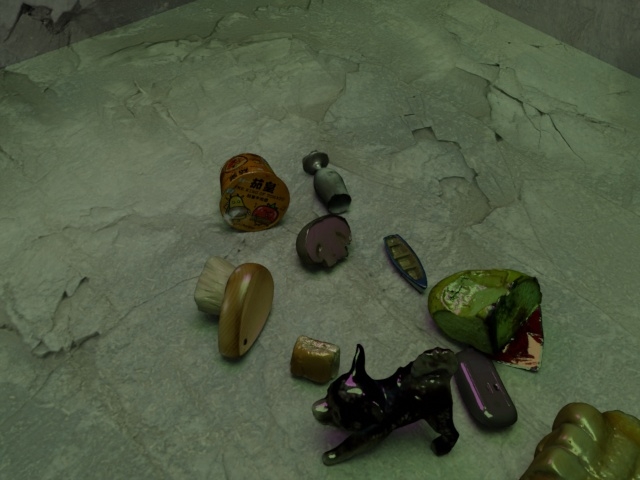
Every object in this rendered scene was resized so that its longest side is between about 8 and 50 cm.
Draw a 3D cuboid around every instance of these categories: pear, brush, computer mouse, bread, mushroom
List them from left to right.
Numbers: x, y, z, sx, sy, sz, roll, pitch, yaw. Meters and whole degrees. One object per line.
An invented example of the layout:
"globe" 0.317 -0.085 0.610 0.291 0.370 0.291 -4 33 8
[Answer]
"brush" -0.243 0.178 1.834 0.166 0.174 0.266 5 62 21
"bread" -0.017 0.305 1.752 0.125 0.106 0.082 15 46 13
"mushroom" 0.000 0.000 2.048 0.188 0.141 0.117 -32 22 -32
"pear" 0.427 0.153 1.852 0.238 0.164 0.255 -41 35 -26
"computer mouse" 0.412 0.376 1.745 0.120 0.057 0.232 -1 42 -18
"bread" 0.605 0.530 1.510 0.300 0.210 0.341 33 51 11

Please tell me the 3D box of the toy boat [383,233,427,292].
"toy boat" 0.256 0.070 2.042 0.080 0.046 0.229 -15 49 -19

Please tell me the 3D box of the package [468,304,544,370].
"package" 0.526 0.220 1.904 0.194 0.071 0.269 7 48 23

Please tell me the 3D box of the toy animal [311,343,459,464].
"toy animal" 0.148 0.356 1.580 0.344 0.302 0.194 -6 44 -11

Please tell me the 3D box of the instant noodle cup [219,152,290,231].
"instant noodle cup" -0.217 -0.160 2.133 0.216 0.215 0.172 -9 38 -13

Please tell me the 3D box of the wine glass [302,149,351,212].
"wine glass" 0.022 -0.191 2.240 0.103 0.103 0.222 -15 48 -18
